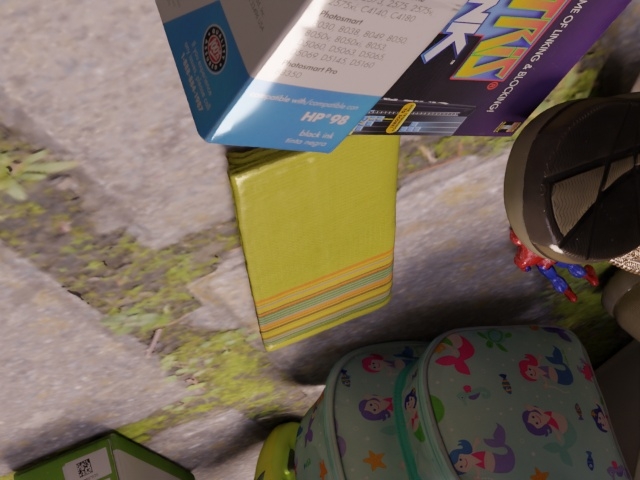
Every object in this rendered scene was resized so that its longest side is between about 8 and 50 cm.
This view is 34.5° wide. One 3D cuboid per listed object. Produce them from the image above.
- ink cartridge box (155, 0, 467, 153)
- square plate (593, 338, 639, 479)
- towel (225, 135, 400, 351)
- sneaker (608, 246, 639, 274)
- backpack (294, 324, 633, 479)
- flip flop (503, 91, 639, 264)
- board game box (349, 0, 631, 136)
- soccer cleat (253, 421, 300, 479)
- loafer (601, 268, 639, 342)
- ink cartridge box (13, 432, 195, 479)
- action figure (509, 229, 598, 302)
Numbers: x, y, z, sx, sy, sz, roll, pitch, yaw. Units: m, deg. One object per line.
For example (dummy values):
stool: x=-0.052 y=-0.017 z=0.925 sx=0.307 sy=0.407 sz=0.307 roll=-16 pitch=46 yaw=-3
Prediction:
ink cartridge box: x=0.014 y=-0.122 z=0.330 sx=0.060 sy=0.104 sz=0.180 roll=3 pitch=146 yaw=-38
square plate: x=0.265 y=0.243 z=1.023 sx=0.049 sy=0.347 sz=0.344 roll=30 pitch=140 yaw=-3
towel: x=0.000 y=0.000 z=0.647 sx=0.102 sy=0.021 sz=0.237 roll=-22 pitch=153 yaw=-9
sneaker: x=0.189 y=-0.027 z=0.710 sx=0.118 sy=0.067 sz=0.042 roll=27 pitch=137 yaw=-16
backpack: x=0.113 y=0.182 z=0.839 sx=0.253 sy=0.225 sz=0.191 roll=1 pitch=145 yaw=-17
flip flop: x=0.179 y=-0.034 z=0.617 sx=0.080 sy=0.112 sz=0.277 roll=3 pitch=-174 yaw=43
board game box: x=0.067 y=-0.113 z=0.447 sx=0.141 sy=0.048 sz=0.170 roll=-2 pitch=148 yaw=-29
soccer cleat: x=-0.050 y=0.312 z=0.953 sx=0.121 sy=0.289 sz=0.093 roll=0 pitch=180 yaw=35
loafer: x=0.378 y=0.032 z=0.878 sx=0.268 sy=0.092 sz=0.102 roll=-21 pitch=153 yaw=3
ink cartridge box: x=-0.148 y=0.312 z=0.862 sx=0.097 sy=0.255 sz=0.189 roll=-23 pitch=153 yaw=6
action figure: x=0.172 y=0.015 z=0.778 sx=0.038 sy=0.030 sz=0.115 roll=-37 pitch=144 yaw=19
